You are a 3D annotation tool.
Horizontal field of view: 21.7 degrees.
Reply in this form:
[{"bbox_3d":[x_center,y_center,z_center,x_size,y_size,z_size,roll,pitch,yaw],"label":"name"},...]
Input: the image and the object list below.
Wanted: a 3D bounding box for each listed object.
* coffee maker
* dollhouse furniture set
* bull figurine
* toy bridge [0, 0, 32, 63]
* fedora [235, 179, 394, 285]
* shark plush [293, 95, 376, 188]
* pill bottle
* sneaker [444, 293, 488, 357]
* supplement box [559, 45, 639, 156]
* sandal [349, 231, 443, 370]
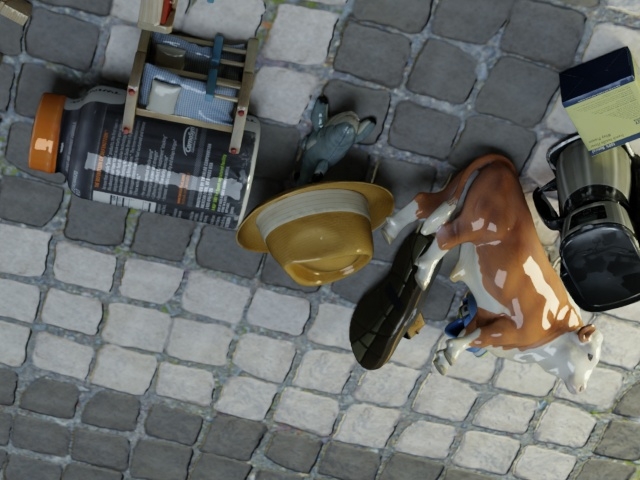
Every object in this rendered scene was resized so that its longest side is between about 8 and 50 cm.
[{"bbox_3d":[0.329,-0.011,1.857,0.171,0.178,0.120,33,127,-23],"label":"coffee maker"},{"bbox_3d":[-0.129,-0.208,1.747,0.129,0.129,0.184,10,132,-5],"label":"dollhouse furniture set"},{"bbox_3d":[0.205,0.056,1.927,0.188,0.101,0.310,-27,105,-12],"label":"bull figurine"},{"bbox_3d":[-0.382,-0.207,1.836,0.063,0.026,0.188,26,128,-17],"label":"toy bridge"},{"bbox_3d":[0.000,0.000,1.914,0.194,0.079,0.194,-13,157,-6],"label":"fedora"},{"bbox_3d":[-0.005,-0.094,1.882,0.073,0.067,0.161,32,127,-23],"label":"shark plush"},{"bbox_3d":[-0.197,-0.098,1.850,0.245,0.130,0.130,12,132,-6],"label":"pill bottle"},{"bbox_3d":[0.205,0.087,2.040,0.059,0.053,0.144,24,128,-14],"label":"sneaker"},{"bbox_3d":[0.314,-0.151,1.814,0.083,0.056,0.083,-21,127,21],"label":"supplement box"},{"bbox_3d":[0.101,0.077,2.034,0.060,0.090,0.219,6,129,-31],"label":"sandal"}]
